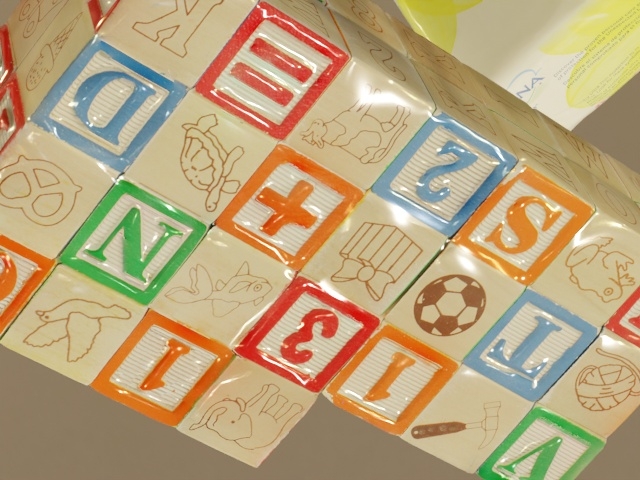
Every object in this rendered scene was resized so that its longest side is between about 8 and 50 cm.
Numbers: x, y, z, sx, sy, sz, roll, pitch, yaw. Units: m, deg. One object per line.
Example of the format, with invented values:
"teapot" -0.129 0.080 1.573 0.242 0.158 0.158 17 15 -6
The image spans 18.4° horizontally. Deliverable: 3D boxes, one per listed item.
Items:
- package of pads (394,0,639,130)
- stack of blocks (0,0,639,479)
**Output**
"package of pads" 0.173 -0.225 1.236 0.296 0.101 0.229 -41 -127 16
"stack of blocks" 0.000 0.000 0.798 0.171 0.297 0.087 -51 -150 19
